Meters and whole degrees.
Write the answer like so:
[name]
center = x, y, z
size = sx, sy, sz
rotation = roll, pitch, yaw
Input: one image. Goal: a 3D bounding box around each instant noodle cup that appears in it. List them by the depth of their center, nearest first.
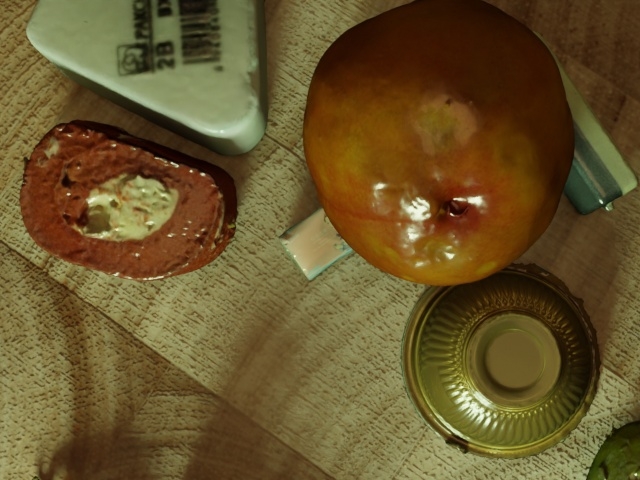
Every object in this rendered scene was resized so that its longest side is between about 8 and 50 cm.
[instant noodle cup]
center = 0.244, 0.157, 1.183
size = 0.274, 0.091, 0.273
rotation = 0, 84, 0

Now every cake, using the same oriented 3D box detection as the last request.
[cake]
center = -0.251, -0.046, 1.191
size = 0.283, 0.151, 0.176
rotation = 20, 97, 3

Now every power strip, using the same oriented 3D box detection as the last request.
[power strip]
center = 0.322, -0.150, 1.207
size = 0.070, 0.105, 0.256
rotation = -31, 85, -3

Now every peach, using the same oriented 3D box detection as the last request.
[peach]
center = 0.137, -0.116, 1.081
size = 0.343, 0.301, 0.342
rotation = 4, 128, 5

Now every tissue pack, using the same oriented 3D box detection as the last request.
[tissue pack]
center = 0.000, 0.000, 1.220
size = 0.094, 0.059, 0.074
rotation = -36, 86, -2

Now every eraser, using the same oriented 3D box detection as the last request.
[eraser]
center = -0.178, -0.257, 1.208
size = 0.331, 0.150, 0.331
rotation = 0, 85, 0

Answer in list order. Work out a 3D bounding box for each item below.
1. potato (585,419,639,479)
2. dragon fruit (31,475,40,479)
[potato]
center = 0.411, 0.373, 1.130
size = 0.176, 0.141, 0.298
rotation = 1, 83, 7
[dragon fruit]
center = -0.314, 0.376, 1.174
size = 0.190, 0.094, 0.094
rotation = 36, 86, 9
